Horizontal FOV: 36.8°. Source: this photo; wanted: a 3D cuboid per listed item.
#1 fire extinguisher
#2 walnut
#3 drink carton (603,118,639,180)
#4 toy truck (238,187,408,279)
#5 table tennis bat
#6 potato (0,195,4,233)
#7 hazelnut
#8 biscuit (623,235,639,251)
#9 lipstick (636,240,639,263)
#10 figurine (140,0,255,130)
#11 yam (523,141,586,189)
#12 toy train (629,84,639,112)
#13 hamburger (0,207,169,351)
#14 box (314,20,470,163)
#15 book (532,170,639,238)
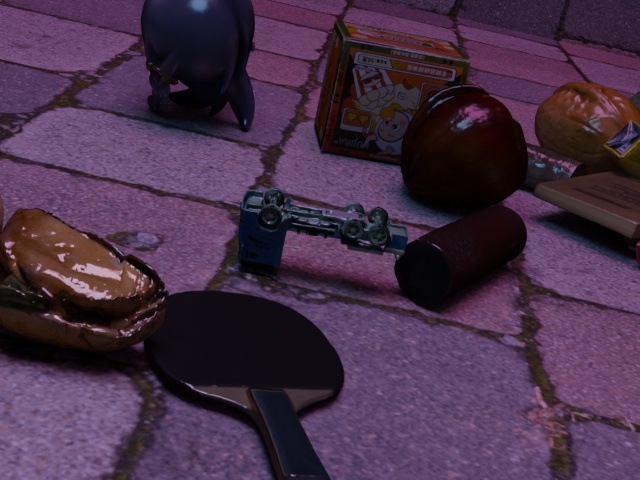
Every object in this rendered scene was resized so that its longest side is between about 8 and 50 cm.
[{"bbox_3d":[0.170,0.004,1.103,0.089,0.072,0.267,11,18,31],"label":"fire extinguisher"},{"bbox_3d":[0.450,-0.186,1.611,0.159,0.159,0.207,0,30,-29],"label":"walnut"},{"bbox_3d":[0.534,-0.097,1.506,0.200,0.074,0.084,43,8,-23],"label":"drink carton"},{"bbox_3d":[0.000,0.000,0.998,0.175,0.081,0.067,9,23,-2],"label":"toy truck"},{"bbox_3d":[-0.050,0.110,0.787,0.173,0.022,0.301,5,22,-21],"label":"table tennis bat"},{"bbox_3d":[-0.350,-0.010,0.792,0.118,0.109,0.178,-6,4,39],"label":"potato"},{"bbox_3d":[0.191,-0.120,1.316,0.177,0.178,0.204,7,18,-15],"label":"hazelnut"},{"bbox_3d":[0.446,-0.024,1.373,0.138,0.031,0.205,5,23,-19],"label":"biscuit"},{"bbox_3d":[0.553,0.057,1.214,0.312,0.051,0.051,17,24,16],"label":"lipstick"},{"bbox_3d":[-0.175,-0.283,1.413,0.175,0.265,0.197,2,48,8],"label":"figurine"},{"bbox_3d":[0.320,-0.116,1.483,0.169,0.068,0.068,26,26,27],"label":"yam"},{"bbox_3d":[0.660,-0.183,1.696,0.298,0.120,0.194,14,15,-45],"label":"toy train"},{"bbox_3d":[-0.220,0.047,0.779,0.176,0.087,0.102,28,37,18],"label":"hamburger"},{"bbox_3d":[0.104,-0.221,1.465,0.194,0.178,0.148,9,23,-9],"label":"box"},{"bbox_3d":[0.428,-0.055,1.364,0.161,0.026,0.230,28,25,37],"label":"book"}]
